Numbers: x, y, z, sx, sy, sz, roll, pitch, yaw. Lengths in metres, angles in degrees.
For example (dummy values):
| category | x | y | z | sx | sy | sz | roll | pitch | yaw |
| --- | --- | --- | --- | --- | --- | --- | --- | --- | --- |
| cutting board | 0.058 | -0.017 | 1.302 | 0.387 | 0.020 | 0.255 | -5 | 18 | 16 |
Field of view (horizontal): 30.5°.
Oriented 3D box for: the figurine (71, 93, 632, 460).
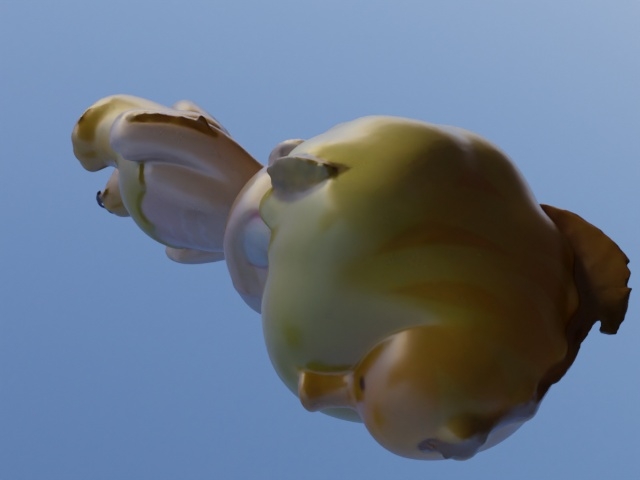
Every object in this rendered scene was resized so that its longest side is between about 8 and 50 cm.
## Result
| category | x | y | z | sx | sy | sz | roll | pitch | yaw |
| --- | --- | --- | --- | --- | --- | --- | --- | --- | --- |
| figurine | 0.000 | 0.000 | 0.472 | 0.246 | 0.156 | 0.131 | 27 | -116 | 31 |
